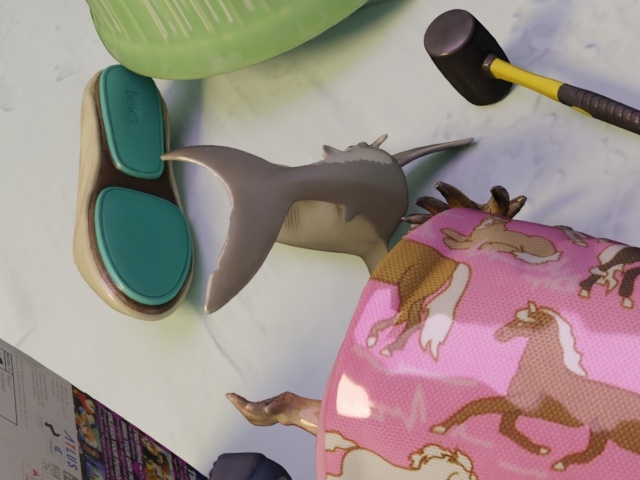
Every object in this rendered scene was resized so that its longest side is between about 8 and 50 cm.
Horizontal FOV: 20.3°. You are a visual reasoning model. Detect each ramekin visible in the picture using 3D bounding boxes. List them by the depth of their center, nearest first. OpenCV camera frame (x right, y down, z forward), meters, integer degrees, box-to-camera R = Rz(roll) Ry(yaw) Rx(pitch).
[{"bbox_3d":[-0.065,-0.272,1.274,0.303,0.148,0.303,-21,39,18],"label":"ramekin"}]

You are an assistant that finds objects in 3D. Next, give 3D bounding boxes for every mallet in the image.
[{"bbox_3d":[0.133,-0.093,1.042,0.039,0.062,0.190,-54,38,-8],"label":"mallet"}]

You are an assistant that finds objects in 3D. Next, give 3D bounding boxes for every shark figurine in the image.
[{"bbox_3d":[0.015,-0.003,1.035,0.166,0.278,0.116,-10,89,5],"label":"shark figurine"}]

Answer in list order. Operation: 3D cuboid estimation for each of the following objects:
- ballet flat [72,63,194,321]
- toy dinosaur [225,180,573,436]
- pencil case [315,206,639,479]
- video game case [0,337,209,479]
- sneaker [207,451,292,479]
[{"bbox_3d":[-0.138,-0.019,1.256,0.086,0.086,0.248,-31,40,23],"label":"ballet flat"},{"bbox_3d":[0.096,0.072,0.900,0.200,0.127,0.296,-48,42,-9],"label":"toy dinosaur"},{"bbox_3d":[0.193,0.097,0.657,0.386,0.167,0.160,12,93,29],"label":"pencil case"},{"bbox_3d":[-0.123,0.177,0.952,0.042,0.210,0.232,-36,40,18],"label":"video game case"},{"bbox_3d":[0.016,0.219,0.891,0.131,0.112,0.319,-14,38,0],"label":"sneaker"}]
